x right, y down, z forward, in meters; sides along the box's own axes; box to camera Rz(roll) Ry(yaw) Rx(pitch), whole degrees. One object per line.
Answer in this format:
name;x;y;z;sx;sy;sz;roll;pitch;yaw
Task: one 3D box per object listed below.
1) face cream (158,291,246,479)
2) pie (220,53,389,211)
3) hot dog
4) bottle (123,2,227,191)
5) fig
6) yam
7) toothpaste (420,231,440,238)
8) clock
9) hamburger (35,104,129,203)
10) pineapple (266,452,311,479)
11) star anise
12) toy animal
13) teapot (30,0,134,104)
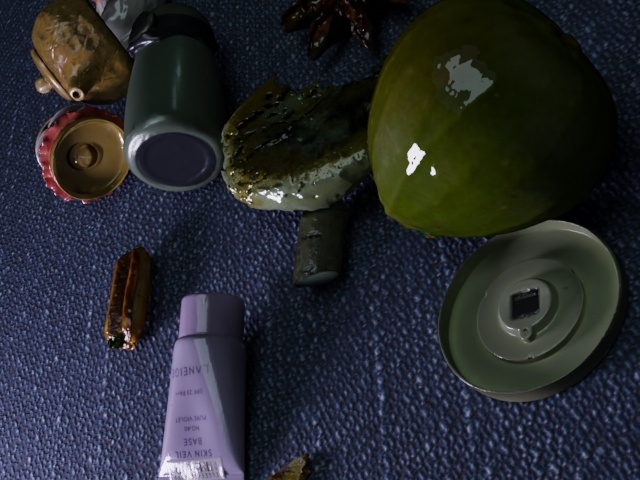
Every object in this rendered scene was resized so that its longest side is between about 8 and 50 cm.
face cream;-0.157;0.212;1.572;0.154;0.096;0.274;-10;68;32
pie;-0.003;-0.158;1.671;0.371;0.078;0.296;-9;44;33
hot dog;-0.294;0.093;1.786;0.072;0.055;0.188;-21;50;32
bottle;-0.242;-0.253;1.908;0.168;0.168;0.347;-28;45;22
fig;0.188;-0.130;1.377;0.316;0.316;0.316;-22;49;27
yam;0.000;0.000;1.592;0.069;0.070;0.146;-14;54;33
toothpaste;0.155;-0.089;1.543;0.037;0.043;0.178;-13;54;33
clock;0.246;0.078;1.356;0.235;0.029;0.235;-22;49;27
hamburger;-0.414;-0.160;1.993;0.175;0.175;0.137;-50;35;0
pineapple;-0.044;0.306;1.447;0.083;0.019;0.045;-35;41;12
star anise;0.054;-0.406;1.827;0.288;0.088;0.288;-23;46;26
toy animal;-0.419;-0.444;2.195;0.266;0.188;0.308;13;67;36
teapot;-0.433;-0.319;2.011;0.167;0.203;0.311;-37;33;0
